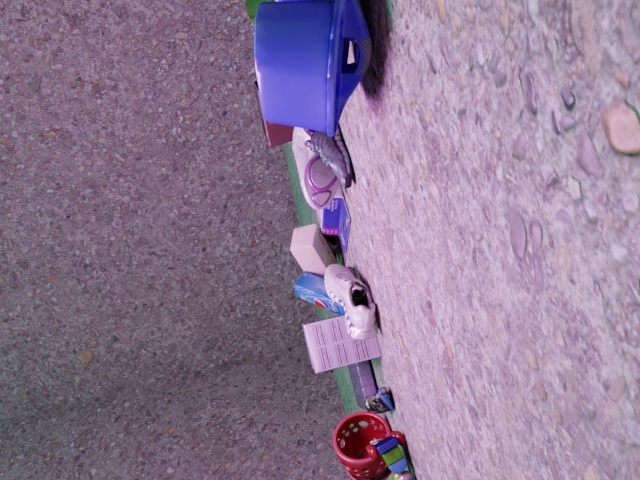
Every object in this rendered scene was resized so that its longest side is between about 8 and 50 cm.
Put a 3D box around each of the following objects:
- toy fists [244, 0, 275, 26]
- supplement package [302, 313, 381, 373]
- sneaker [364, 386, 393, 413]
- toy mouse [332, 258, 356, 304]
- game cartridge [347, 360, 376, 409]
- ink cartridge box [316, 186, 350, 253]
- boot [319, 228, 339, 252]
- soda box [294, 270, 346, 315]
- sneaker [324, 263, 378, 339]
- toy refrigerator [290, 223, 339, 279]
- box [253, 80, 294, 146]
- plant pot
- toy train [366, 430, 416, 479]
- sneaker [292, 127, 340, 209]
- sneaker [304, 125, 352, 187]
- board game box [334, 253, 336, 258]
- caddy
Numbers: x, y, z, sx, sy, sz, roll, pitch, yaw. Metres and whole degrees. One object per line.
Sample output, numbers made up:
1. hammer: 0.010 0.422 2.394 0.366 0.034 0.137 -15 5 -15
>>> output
1. toy fists: -0.160 -0.770 1.838 0.096 0.142 0.279 27 -139 -54
2. supplement package: 0.060 0.307 1.855 0.194 0.202 0.150 112 144 -82
3. sneaker: 0.171 0.486 1.794 0.188 0.078 0.067 89 166 -65
4. toy mouse: 0.080 0.138 1.889 0.143 0.031 0.161 14 90 61
5. game cartridge: 0.151 0.496 2.186 0.355 0.068 0.230 99 153 -77
6. ink cartridge box: 0.016 -0.149 1.920 0.324 0.071 0.331 92 166 -70
7. boot: 0.001 -0.002 2.223 0.190 0.076 0.209 50 164 24
8. soda box: 0.018 0.182 2.024 0.210 0.071 0.067 20 142 26
9. sneaker: 0.092 0.148 1.732 0.292 0.109 0.118 -122 25 -48
10. toy refrigerator: -0.003 0.074 2.100 0.102 0.094 0.270 -81 -29 -43
11. box: -0.131 -0.464 2.121 0.167 0.168 0.203 -115 13 -62
12. plant pot: 0.148 0.688 1.973 0.191 0.191 0.174 -110 3 -52
13. toy train: 0.209 0.646 1.763 0.144 0.105 0.248 61 171 15
14. sneaker: -0.015 -0.230 1.719 0.152 0.114 0.306 141 125 -69
15. sneaker: 0.015 -0.223 1.543 0.083 0.098 0.224 87 169 -64
16. board game box: 0.044 0.073 2.408 0.126 0.026 0.186 -112 10 -55
17. caddy: 0.000 -0.332 1.033 0.341 0.179 0.242 89 -170 -69
